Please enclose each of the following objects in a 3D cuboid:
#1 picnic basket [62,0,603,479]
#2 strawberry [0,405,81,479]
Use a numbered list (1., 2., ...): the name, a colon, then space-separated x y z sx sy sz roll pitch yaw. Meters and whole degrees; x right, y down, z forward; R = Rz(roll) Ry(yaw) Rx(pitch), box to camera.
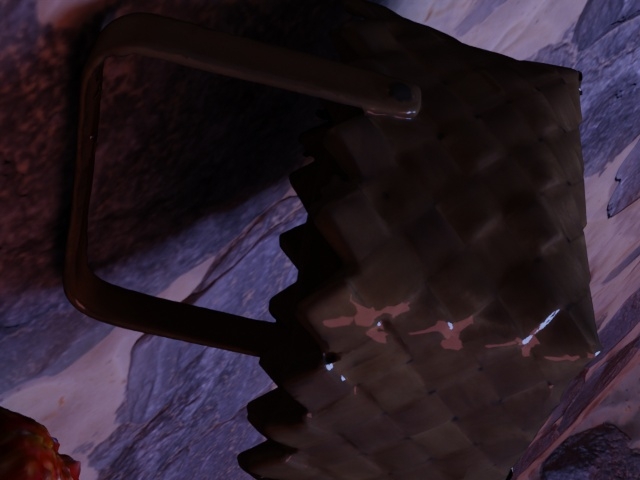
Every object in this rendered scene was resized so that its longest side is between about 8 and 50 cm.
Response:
1. picnic basket: 0.000 0.000 0.655 0.320 0.291 0.254 15 138 -6
2. strawberry: -0.296 0.251 0.701 0.292 0.292 0.344 -10 117 -47
